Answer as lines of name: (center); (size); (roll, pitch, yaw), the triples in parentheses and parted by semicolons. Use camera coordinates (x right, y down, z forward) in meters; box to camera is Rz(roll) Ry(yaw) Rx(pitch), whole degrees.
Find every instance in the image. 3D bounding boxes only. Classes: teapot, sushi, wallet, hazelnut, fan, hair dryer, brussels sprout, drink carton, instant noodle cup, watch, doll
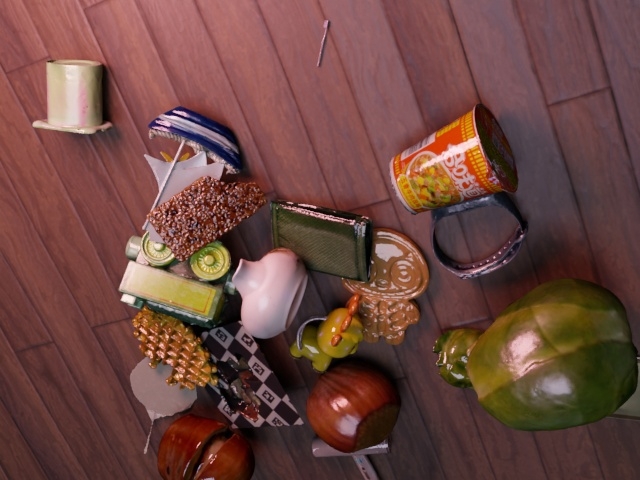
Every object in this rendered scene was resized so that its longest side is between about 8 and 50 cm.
teapot: (-0.113, 0.114, 1.824); (0.140, 0.204, 0.298); (18, 160, 7)
sushi: (-0.185, 0.313, 1.990); (0.294, 0.059, 0.292); (-16, 110, 46)
wallet: (0.001, -0.001, 1.837); (0.236, 0.055, 0.160); (13, 120, 25)
hazelnut: (0.077, 0.392, 1.954); (0.210, 0.210, 0.186); (-22, 131, 20)
fan: (-0.422, 0.432, 2.163); (0.182, 0.010, 0.310); (21, 114, 3)
hair dryer: (0.097, 0.575, 2.101); (0.195, 0.053, 0.220); (-7, 119, 16)
brussels sprout: (0.342, 0.273, 1.883); (0.181, 0.100, 0.139); (22, 97, 14)
drink carton: (-0.524, -0.312, 1.790); (0.146, 0.144, 0.142); (6, 105, 9)
brussels sprout: (0.477, 0.228, 1.666); (0.315, 0.371, 0.275); (-38, 82, 31)
instant noodle cup: (0.259, -0.144, 1.671); (0.212, 0.193, 0.193); (-22, 107, 28)
watch: (0.334, -0.017, 1.767); (0.207, 0.068, 0.192); (-15, 113, 22)
hazelnut: (-0.290, 0.546, 2.072); (0.252, 0.217, 0.217); (27, 119, 25)
doll: (0.027, 0.207, 1.881); (0.135, 0.143, 0.221); (35, 141, -3)

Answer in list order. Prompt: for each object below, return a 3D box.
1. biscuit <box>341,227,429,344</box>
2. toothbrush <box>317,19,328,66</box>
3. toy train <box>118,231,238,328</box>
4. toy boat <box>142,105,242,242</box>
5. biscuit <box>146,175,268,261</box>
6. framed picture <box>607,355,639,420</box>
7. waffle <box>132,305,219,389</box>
biscuit: (0.140, 0.109, 1.880); (0.202, 0.044, 0.288); (8, 113, 9)
toothbrush: (0.003, -0.400, 1.698); (0.008, 0.006, 0.096); (16, 116, 7)
toy train: (-0.312, 0.082, 1.866); (0.272, 0.159, 0.188); (18, 78, 1)
toy boat: (-0.296, -0.128, 1.784); (0.221, 0.067, 0.290); (23, 88, -18)
biscuit: (-0.238, -0.068, 1.780); (0.237, 0.026, 0.131); (-35, 108, -6)
framed picture: (0.700, 0.331, 1.872); (0.232, 0.010, 0.172); (6, 115, 10)
waffle: (-0.354, 0.259, 2.007); (0.229, 0.051, 0.231); (-1, 119, 40)
